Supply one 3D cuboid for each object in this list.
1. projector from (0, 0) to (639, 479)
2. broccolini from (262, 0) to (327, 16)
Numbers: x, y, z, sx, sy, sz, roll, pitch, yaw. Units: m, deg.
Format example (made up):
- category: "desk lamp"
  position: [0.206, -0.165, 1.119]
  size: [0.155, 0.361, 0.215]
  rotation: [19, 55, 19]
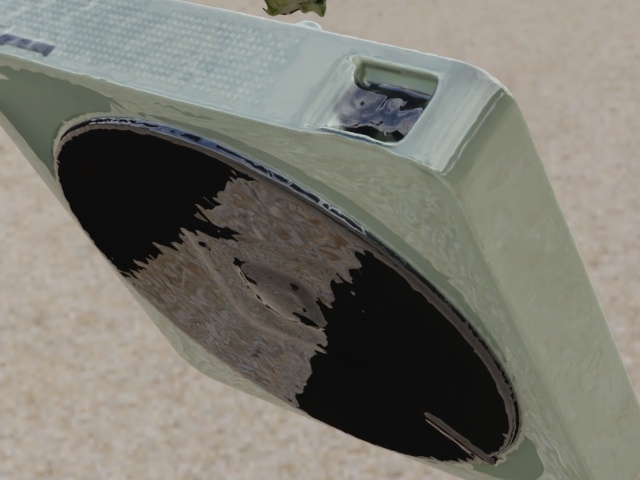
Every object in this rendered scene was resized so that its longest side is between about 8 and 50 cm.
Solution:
- category: "projector"
  position: [0.000, 0.000, 0.698]
  size: [0.257, 0.259, 0.079]
  rotation: [18, 62, 36]
- category: "broccolini"
  position: [-0.049, -0.137, 0.331]
  size: [0.074, 0.201, 0.058]
  rotation: [-27, -2, 35]
